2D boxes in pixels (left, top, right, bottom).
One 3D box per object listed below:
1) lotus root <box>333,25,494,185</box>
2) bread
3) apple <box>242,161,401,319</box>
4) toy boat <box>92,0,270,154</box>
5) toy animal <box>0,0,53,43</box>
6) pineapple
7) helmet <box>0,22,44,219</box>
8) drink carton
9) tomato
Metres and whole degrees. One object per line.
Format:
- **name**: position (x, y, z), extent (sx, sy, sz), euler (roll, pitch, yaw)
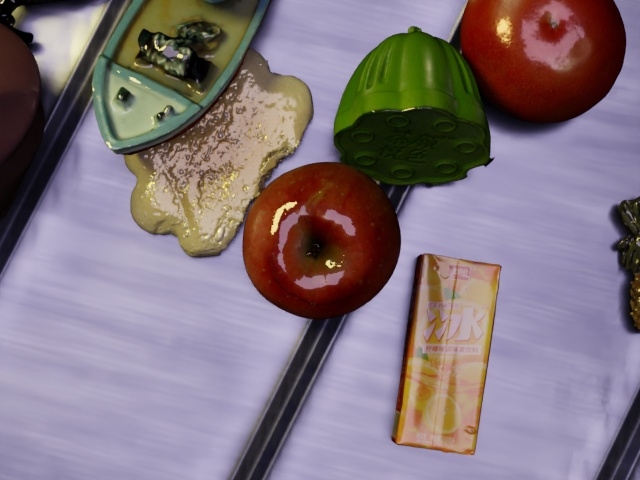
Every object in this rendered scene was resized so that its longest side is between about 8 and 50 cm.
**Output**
- **lotus root**: position (0.107, -0.173, 1.603), extent (0.186, 0.186, 0.186), euler (0, 86, -2)
- **bread**: position (-0.132, -0.113, 1.642), extent (0.182, 0.039, 0.251), euler (34, 87, 0)
- **apple**: position (0.000, 0.000, 1.574), extent (0.181, 0.168, 0.181), euler (0, 92, -4)
- **toy boat**: position (-0.154, -0.238, 1.575), extent (0.145, 0.133, 0.332), euler (26, 78, 9)
- **toy animal**: position (-0.324, -0.311, 1.642), extent (0.210, 0.121, 0.117), euler (-32, 43, -19)
- **pineapple**: position (0.386, 0.025, 1.637), extent (0.074, 0.074, 0.159), euler (-10, 79, -2)
- **helmet**: position (-0.439, -0.150, 1.479), extent (0.197, 0.338, 0.271), euler (-51, 52, 31)
- **drink carton**: position (0.145, 0.132, 1.619), extent (0.096, 0.071, 0.223), euler (8, 85, -1)
- **tomato**: position (0.256, -0.231, 1.611), extent (0.195, 0.136, 0.195), euler (0, 86, -2)
